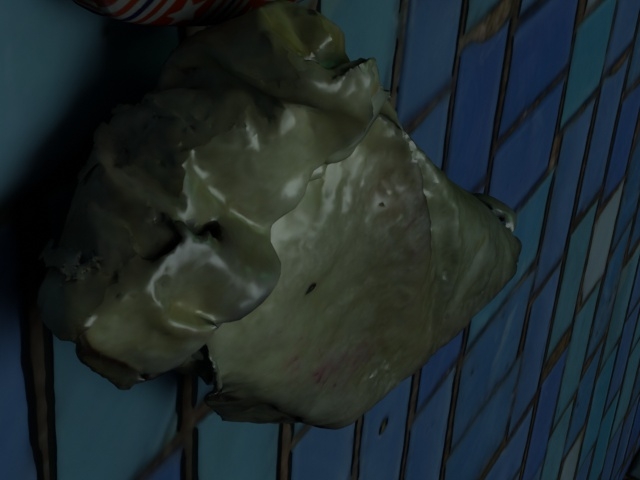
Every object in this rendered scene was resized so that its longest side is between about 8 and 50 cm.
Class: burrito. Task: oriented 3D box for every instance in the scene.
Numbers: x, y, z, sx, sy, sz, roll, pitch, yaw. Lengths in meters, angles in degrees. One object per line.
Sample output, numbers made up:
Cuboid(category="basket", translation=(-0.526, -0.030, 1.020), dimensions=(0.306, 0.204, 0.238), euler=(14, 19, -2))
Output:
Cuboid(category="burrito", translation=(-0.008, 0.010, 0.626), dimensions=(0.175, 0.107, 0.347), euler=(-47, 158, 5))

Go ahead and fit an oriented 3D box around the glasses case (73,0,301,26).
Cuboid(category="glasses case", translation=(-0.033, -0.123, 0.533), dimensions=(0.194, 0.049, 0.073), euler=(-29, 134, -60))
